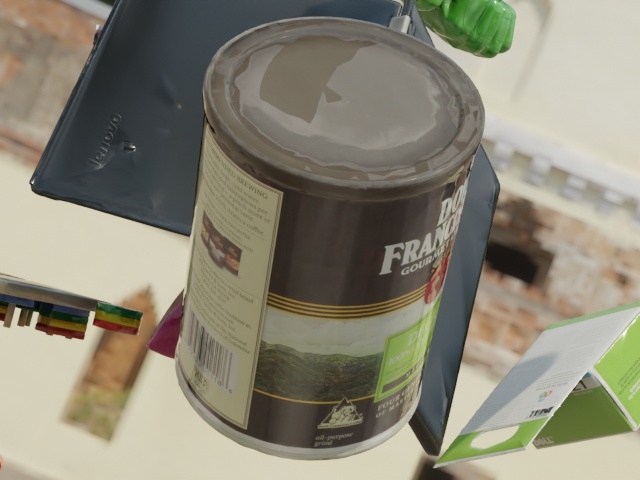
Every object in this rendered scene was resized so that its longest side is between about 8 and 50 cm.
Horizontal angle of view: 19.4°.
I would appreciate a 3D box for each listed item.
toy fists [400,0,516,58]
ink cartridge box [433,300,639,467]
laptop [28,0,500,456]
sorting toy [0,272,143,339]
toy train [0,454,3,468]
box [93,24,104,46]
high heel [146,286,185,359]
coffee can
[{"bbox_3d":[0.133,-0.310,2.234,0.279,0.096,0.142,35,9,-43],"label":"toy fists"},{"bbox_3d":[0.273,0.194,2.123,0.097,0.255,0.189,51,-31,-11],"label":"ink cartridge box"},{"bbox_3d":[-0.027,-0.053,1.812,0.236,0.382,0.408,-9,-49,26],"label":"laptop"},{"bbox_3d":[-0.306,0.061,1.862,0.132,0.046,0.274,15,-2,-44],"label":"sorting toy"},{"bbox_3d":[-0.308,0.219,1.624,0.046,0.125,0.166,-3,-31,14],"label":"toy train"},{"bbox_3d":[-0.154,-0.166,1.848,0.137,0.027,0.094,5,-40,-1],"label":"box"},{"bbox_3d":[-0.101,-0.005,1.754,0.117,0.244,0.082,4,-11,-12],"label":"high heel"},{"bbox_3d":[0.000,0.000,1.410,0.201,0.201,0.275,21,-48,13],"label":"coffee can"}]
